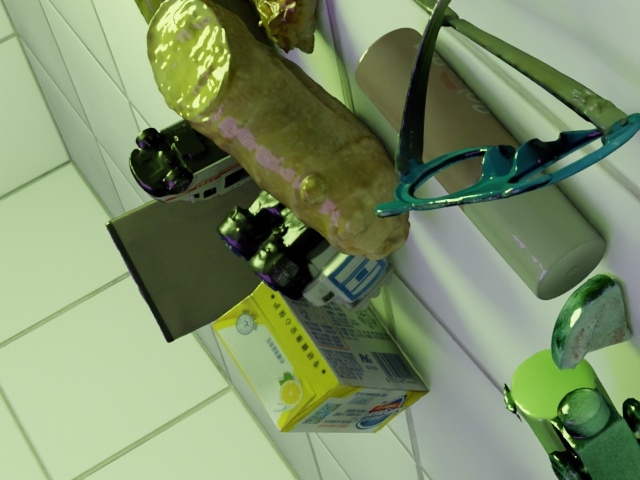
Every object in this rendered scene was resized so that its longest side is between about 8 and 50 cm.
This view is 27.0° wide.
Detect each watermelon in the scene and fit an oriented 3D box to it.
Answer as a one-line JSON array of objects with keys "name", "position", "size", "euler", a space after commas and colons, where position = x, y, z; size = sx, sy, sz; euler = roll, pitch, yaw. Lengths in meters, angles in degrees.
[{"name": "watermelon", "position": [0.219, 0.072, 1.065], "size": [0.061, 0.085, 0.085], "euler": [24, 163, 0]}]

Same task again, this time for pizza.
[{"name": "pizza", "position": [-0.053, -0.257, 1.348], "size": [0.161, 0.062, 0.182], "euler": [58, 166, -13]}]

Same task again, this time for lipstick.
[{"name": "lipstick", "position": [0.125, -0.066, 1.077], "size": [0.254, 0.070, 0.070], "euler": [53, 165, 28]}]

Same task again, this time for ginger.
[{"name": "ginger", "position": [-0.042, -0.120, 1.367], "size": [0.354, 0.126, 0.190], "euler": [43, -156, 2]}]

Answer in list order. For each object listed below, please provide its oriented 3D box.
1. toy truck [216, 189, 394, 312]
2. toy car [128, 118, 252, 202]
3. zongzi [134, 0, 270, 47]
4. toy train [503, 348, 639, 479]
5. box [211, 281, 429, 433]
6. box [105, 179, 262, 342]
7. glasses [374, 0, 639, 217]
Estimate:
[{"name": "toy truck", "position": [0.000, 0.000, 1.545], "size": [0.177, 0.161, 0.213], "euler": [46, 177, -38]}, {"name": "toy car", "position": [-0.134, -0.104, 1.629], "size": [0.089, 0.209, 0.108], "euler": [52, 159, 23]}, {"name": "zongzi", "position": [-0.118, -0.280, 1.476], "size": [0.228, 0.115, 0.256], "euler": [53, 154, 2]}, {"name": "toy train", "position": [0.241, 0.196, 1.108], "size": [0.253, 0.105, 0.157], "euler": [55, 178, -31]}, {"name": "box", "position": [0.006, 0.146, 1.634], "size": [0.168, 0.097, 0.265], "euler": [54, -163, 22]}, {"name": "box", "position": [-0.132, 0.003, 1.771], "size": [0.188, 0.252, 0.153], "euler": [63, 171, -4]}, {"name": "glasses", "position": [0.128, -0.118, 0.941], "size": [0.239, 0.102, 0.207], "euler": [-3, 83, 59]}]
